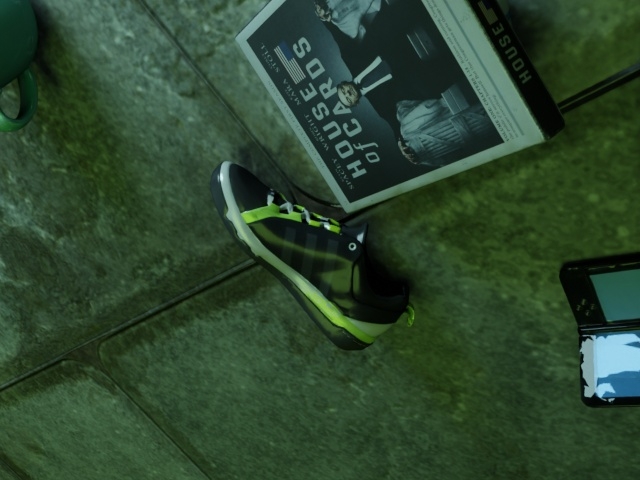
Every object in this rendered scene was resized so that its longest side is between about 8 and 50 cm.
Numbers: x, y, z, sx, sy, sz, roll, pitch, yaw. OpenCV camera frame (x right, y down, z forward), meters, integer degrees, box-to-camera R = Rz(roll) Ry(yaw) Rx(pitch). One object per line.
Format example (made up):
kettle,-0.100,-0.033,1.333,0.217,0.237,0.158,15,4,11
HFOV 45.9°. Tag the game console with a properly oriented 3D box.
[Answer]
game console,0.264,0.073,0.616,0.122,0.071,0.107,-11,120,34

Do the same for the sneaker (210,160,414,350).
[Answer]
sneaker,0.000,0.000,0.718,0.097,0.084,0.234,-38,104,19

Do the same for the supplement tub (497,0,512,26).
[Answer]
supplement tub,0.109,-0.120,0.547,0.071,0.071,0.107,-1,124,30

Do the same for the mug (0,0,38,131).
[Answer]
mug,-0.332,-0.193,0.714,0.130,0.097,0.157,16,132,17

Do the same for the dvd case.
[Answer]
dvd case,0.039,-0.120,0.543,0.179,0.030,0.239,57,151,-8
